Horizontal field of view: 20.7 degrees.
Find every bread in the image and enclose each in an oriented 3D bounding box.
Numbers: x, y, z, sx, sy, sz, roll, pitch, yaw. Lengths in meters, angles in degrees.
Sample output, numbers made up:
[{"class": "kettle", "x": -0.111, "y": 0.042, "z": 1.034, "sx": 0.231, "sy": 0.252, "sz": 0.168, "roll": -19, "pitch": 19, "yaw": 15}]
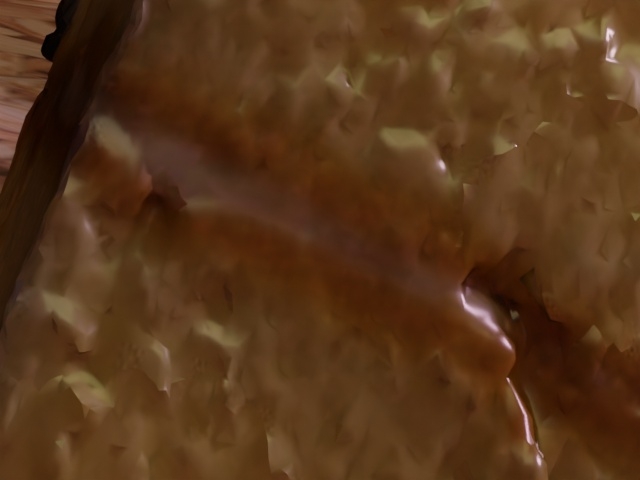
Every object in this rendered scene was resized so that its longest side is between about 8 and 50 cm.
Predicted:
[{"class": "bread", "x": 0.000, "y": 0.000, "z": 0.586, "sx": 0.242, "sy": 0.346, "sz": 0.405, "roll": 26, "pitch": -4, "yaw": -9}]
